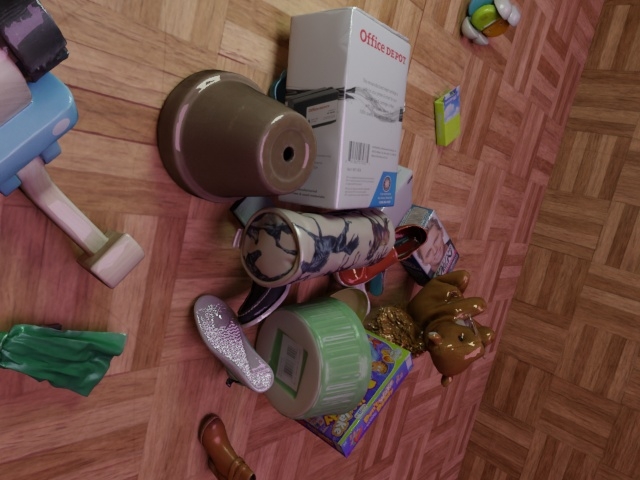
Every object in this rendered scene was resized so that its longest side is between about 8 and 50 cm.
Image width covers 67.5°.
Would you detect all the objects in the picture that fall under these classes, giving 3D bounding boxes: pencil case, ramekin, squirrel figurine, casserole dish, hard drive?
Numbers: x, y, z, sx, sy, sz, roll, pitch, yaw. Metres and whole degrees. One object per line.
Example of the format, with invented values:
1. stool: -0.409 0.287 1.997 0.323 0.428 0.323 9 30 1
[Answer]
1. pencil case: 0.000 0.000 1.093 0.410 0.183 0.160 -7 104 -53
2. ramekin: -0.032 0.296 1.206 0.148 0.303 0.304 2 104 -43
3. squirrel figurine: 0.367 0.314 1.582 0.370 0.396 0.281 -61 139 -65
4. casserole dish: -0.060 -0.307 1.106 0.114 0.037 0.189 -46 137 -27
5. hard drive: -0.146 -0.060 1.124 0.094 0.022 0.135 -52 139 -21

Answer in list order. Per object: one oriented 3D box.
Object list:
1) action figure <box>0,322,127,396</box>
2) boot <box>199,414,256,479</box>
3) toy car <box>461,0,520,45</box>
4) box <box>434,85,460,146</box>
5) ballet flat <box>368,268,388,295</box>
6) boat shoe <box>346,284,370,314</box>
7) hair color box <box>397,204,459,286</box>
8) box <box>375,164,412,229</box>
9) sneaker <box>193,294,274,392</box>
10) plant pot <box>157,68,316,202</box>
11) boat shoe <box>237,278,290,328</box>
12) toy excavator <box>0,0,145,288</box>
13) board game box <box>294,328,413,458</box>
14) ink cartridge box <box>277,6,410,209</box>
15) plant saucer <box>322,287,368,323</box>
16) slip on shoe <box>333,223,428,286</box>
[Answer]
1. action figure: -0.466 0.191 0.823 0.137 0.063 0.232 -61 145 -7
2. boot: -0.223 0.541 1.193 0.073 0.152 0.197 -29 127 -39
3. toy car: 0.547 -0.741 1.567 0.182 0.159 0.136 -3 74 -49
4. box: 0.434 -0.425 1.632 0.109 0.042 0.178 -40 133 -33
5. ballet flat: 0.191 0.079 1.563 0.067 0.073 0.206 -48 148 -67
6. boat shoe: 0.108 0.169 1.495 0.063 0.066 0.184 -29 128 -27
7. hair color box: 0.378 0.037 1.721 0.174 0.105 0.347 -60 140 -12
8. box: 0.166 -0.106 1.362 0.181 0.119 0.182 -52 155 -20
9. sneaker: -0.224 0.246 1.117 0.094 0.151 0.256 -37 97 -30
10. plant pot: -0.136 -0.186 0.916 0.263 0.229 0.263 -22 121 -43
11. boat shoe: -0.115 0.082 1.132 0.091 0.114 0.302 56 38 -16
12. toy excavator: -0.422 -0.130 0.633 0.433 0.445 0.222 41 69 -6
13. board game box: 0.088 0.436 1.450 0.347 0.233 0.078 -45 136 -28
14. ink cartridge box: 0.061 -0.278 1.094 0.285 0.166 0.395 -8 105 -56
15. plant saucer: 0.039 0.232 1.422 0.240 0.037 0.241 -22 132 -27
16. slip on shoe: 0.183 0.036 1.433 0.331 0.101 0.123 -25 89 -19
